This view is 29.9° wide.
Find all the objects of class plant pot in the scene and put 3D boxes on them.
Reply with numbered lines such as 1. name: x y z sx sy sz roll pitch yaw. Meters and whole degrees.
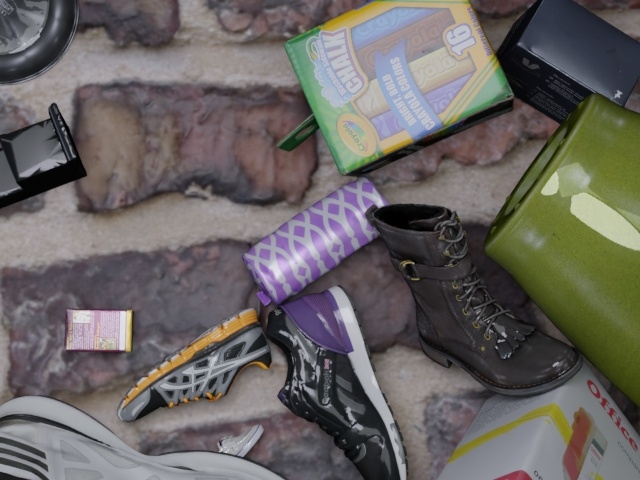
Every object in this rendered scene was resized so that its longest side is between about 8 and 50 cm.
1. plant pot: 0.402 0.012 1.439 0.353 0.366 0.366 35 82 1

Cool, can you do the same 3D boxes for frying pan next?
1. frying pan: -0.352 -0.324 1.536 0.326 0.053 0.197 -24 89 -5

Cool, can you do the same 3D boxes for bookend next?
1. bookend: -0.375 -0.094 1.454 0.157 0.156 0.072 -22 88 -7

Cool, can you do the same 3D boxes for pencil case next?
1. pencil case: 0.000 0.000 1.526 0.206 0.088 0.086 -31 68 -8

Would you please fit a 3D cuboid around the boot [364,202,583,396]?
1. boot: 0.176 0.062 1.434 0.091 0.263 0.229 -44 128 -32

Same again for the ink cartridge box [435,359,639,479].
1. ink cartridge box: 0.272 0.343 1.364 0.160 0.385 0.279 -34 94 31

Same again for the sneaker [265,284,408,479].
1. sneaker: 0.013 0.207 1.497 0.124 0.107 0.283 -17 78 -15

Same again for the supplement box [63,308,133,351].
1. supplement box: -0.278 0.113 1.503 0.083 0.043 0.054 2 85 -7

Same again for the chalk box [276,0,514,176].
1. chalk box: 0.074 -0.191 1.485 0.289 0.180 0.179 -23 88 9

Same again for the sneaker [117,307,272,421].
1. sneaker: -0.155 0.170 1.495 0.215 0.084 0.083 -32 94 -9

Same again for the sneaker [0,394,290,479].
1. sneaker: -0.211 0.341 1.366 0.448 0.257 0.169 19 105 -1

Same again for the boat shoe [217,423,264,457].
1. boat shoe: -0.115 0.265 1.514 0.100 0.035 0.035 -45 94 -2

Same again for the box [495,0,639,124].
1. box: 0.316 -0.227 1.545 0.156 0.158 0.093 31 80 -3
